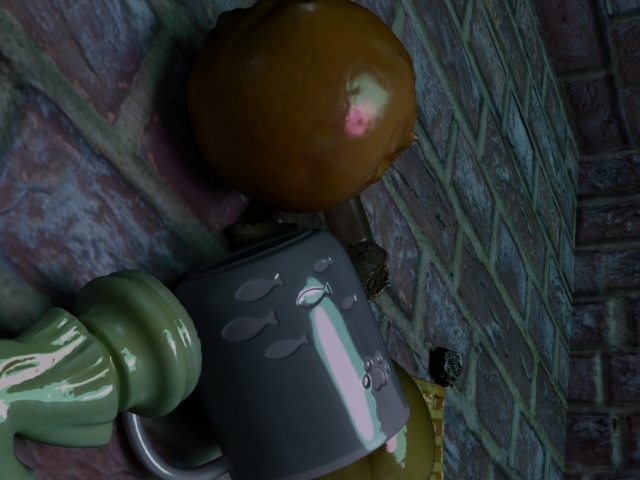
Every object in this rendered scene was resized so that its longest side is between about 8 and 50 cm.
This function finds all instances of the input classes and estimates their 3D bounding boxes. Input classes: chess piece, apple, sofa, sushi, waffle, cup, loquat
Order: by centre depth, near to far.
[{"bbox_3d":[-0.277,0.156,0.840,0.298,0.176,0.175,-28,111,-46],"label":"chess piece"},{"bbox_3d":[-0.090,0.157,1.075,0.357,0.259,0.274,-21,95,-22],"label":"cup"},{"bbox_3d":[-0.025,-0.195,1.168,0.328,0.328,0.328,17,70,-60],"label":"loquat"},{"bbox_3d":[0.000,0.000,1.326,0.258,0.182,0.200,-56,133,-50],"label":"sofa"},{"bbox_3d":[0.066,0.314,1.343,0.295,0.233,0.257,-6,92,-62],"label":"apple"},{"bbox_3d":[0.218,0.433,1.797,0.168,0.057,0.274,29,60,-57],"label":"waffle"},{"bbox_3d":[0.299,0.303,1.974,0.083,0.056,0.084,40,51,-54],"label":"sushi"}]
